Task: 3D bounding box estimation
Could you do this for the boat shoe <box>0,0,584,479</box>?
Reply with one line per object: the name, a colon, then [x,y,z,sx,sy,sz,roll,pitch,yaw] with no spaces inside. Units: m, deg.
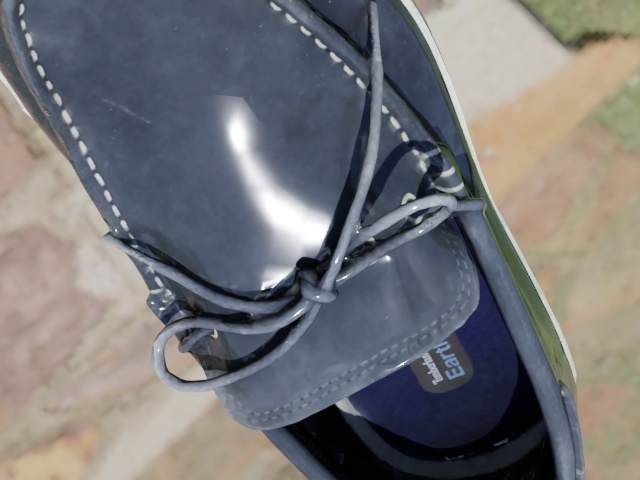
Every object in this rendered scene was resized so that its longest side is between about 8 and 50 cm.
boat shoe: [0.000,0.000,0.959,0.186,0.156,0.500,-25,131,13]
